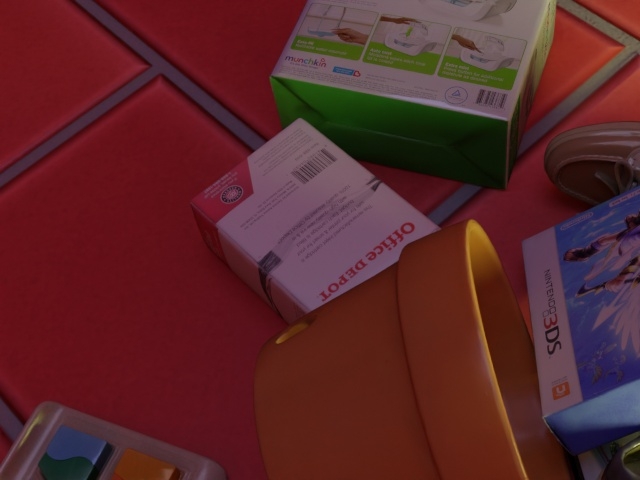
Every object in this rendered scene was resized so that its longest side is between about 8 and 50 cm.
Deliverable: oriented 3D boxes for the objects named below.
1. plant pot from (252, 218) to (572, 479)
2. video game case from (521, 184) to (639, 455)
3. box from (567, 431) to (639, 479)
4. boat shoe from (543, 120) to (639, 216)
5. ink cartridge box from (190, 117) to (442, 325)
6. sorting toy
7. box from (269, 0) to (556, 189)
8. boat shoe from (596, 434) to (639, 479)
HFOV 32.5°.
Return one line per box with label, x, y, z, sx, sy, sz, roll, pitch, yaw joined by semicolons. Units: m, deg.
plant pot;0.075;0.149;0.911;0.203;0.291;0.291;-18;54;14
video game case;0.313;0.035;0.956;0.269;0.061;0.244;-28;31;23
box;0.313;0.237;0.944;0.159;0.044;0.233;-9;55;0
boat shoe;0.361;-0.044;1.091;0.285;0.105;0.089;12;56;14
ink cartridge box;0.000;0.000;1.116;0.158;0.092;0.218;-39;58;-18
sorting toy;-0.216;0.256;1.004;0.208;0.038;0.193;17;60;18
box;0.109;-0.206;1.219;0.261;0.127;0.231;12;58;15
boat shoe;0.366;0.181;0.891;0.285;0.092;0.103;-9;55;0
